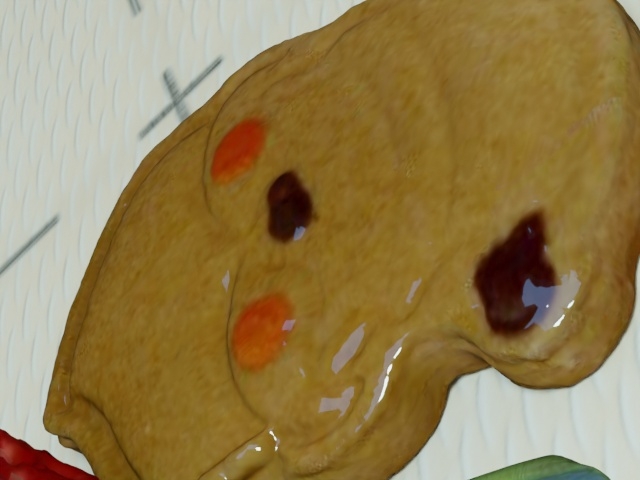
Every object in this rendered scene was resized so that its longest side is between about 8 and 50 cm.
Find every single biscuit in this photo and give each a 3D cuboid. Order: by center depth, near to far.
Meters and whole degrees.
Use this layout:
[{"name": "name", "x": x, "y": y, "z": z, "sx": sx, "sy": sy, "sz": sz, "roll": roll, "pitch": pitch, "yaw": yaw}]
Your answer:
[{"name": "biscuit", "x": -0.001, "y": -0.001, "z": 1.055, "sx": 0.455, "sy": 0.078, "sz": 0.350, "roll": -34, "pitch": 37, "yaw": 26}]

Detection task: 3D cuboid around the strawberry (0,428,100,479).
[{"name": "strawberry", "x": -0.174, "y": 0.235, "z": 0.894, "sx": 0.345, "sy": 0.317, "sz": 0.295, "roll": 5, "pitch": 50, "yaw": 28}]

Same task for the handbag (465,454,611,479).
[{"name": "handbag", "x": 0.091, "y": 0.233, "z": 0.620, "sx": 0.222, "sy": 0.241, "sz": 0.263, "roll": -26, "pitch": 47, "yaw": 32}]
